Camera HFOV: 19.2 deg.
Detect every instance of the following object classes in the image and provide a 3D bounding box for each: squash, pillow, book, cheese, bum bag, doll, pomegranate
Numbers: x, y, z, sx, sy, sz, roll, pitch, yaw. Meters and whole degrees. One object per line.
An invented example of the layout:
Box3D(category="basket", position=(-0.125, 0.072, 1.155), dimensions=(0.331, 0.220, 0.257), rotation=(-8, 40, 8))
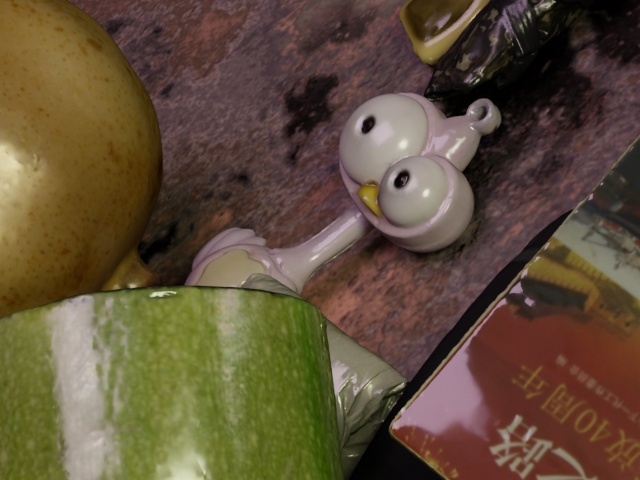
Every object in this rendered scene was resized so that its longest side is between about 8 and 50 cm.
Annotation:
Box3D(category="squash", position=(-0.103, 0.245, 1.199), dimensions=(0.263, 0.263, 0.384), rotation=(-18, 68, 29))
Box3D(category="pillow", position=(-0.028, 0.117, 1.458), dimensions=(0.181, 0.078, 0.134), rotation=(35, 91, 31))
Box3D(category="book", position=(0.261, 0.064, 1.212), dimensions=(0.262, 0.028, 0.374), rotation=(38, 78, 17))
Box3D(category="cheese", position=(0.149, -0.225, 1.701), dimensions=(0.162, 0.036, 0.086), rotation=(-33, 40, 13))
Box3D(category="bum bag", position=(0.184, -0.202, 1.621), dimensions=(0.248, 0.069, 0.102), rotation=(-46, 2, -2))
Box3D(category="doll", position=(0.001, 0.000, 1.573), dimensions=(0.365, 0.094, 0.160), rotation=(-39, 41, 6))
Box3D(category="pomegranate", position=(-0.319, -0.029, 1.654), dimensions=(0.417, 0.416, 0.416), rotation=(-24, 41, 23))

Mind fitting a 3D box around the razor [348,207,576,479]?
Box3D(category="razor", position=(0.142, 0.141, 1.296), dimensions=(0.204, 0.113, 0.349), rotation=(25, 73, 47))
